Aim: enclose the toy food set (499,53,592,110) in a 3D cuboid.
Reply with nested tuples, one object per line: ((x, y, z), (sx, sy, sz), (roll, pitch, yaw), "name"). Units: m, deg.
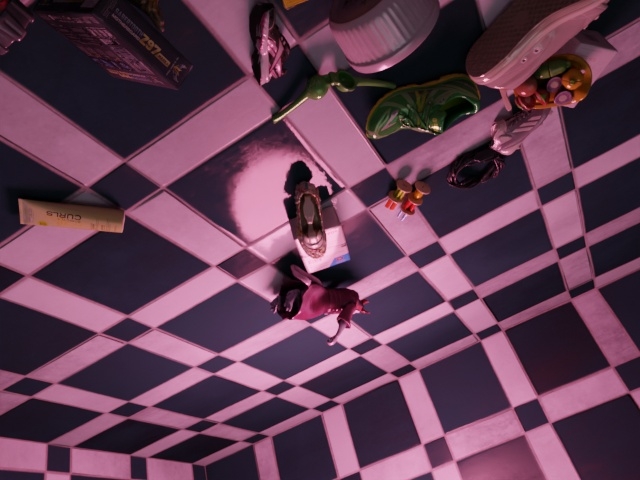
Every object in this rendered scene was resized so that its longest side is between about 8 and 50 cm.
((0.535, -0.369, 1.269), (0.217, 0.071, 0.128), (-3, 124, 33), "toy food set")

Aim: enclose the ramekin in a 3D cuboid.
((0.112, -0.437, 1.006), (0.207, 0.207, 0.109), (-33, 133, 20), "ramekin")

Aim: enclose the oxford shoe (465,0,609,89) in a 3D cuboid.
((0.521, -0.497, 1.136), (0.130, 0.169, 0.449), (16, 139, -35), "oxford shoe")

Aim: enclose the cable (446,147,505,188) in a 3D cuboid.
((0.469, -0.215, 1.598), (0.184, 0.047, 0.150), (-24, 149, 4), "cable")

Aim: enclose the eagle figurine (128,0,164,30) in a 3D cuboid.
((-0.217, -0.484, 0.792), (0.298, 0.225, 0.226), (-50, 153, 20), "eagle figurine")

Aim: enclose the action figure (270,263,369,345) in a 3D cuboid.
((0.019, 0.203, 1.878), (0.370, 0.248, 0.276), (4, 112, -26), "action figure")

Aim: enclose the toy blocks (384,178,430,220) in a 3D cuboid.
((0.253, -0.117, 1.618), (0.123, 0.054, 0.148), (1, 141, -26), "toy blocks")

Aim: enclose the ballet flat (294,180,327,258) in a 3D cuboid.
((-0.031, -0.047, 1.478), (0.091, 0.077, 0.241), (-12, 111, 0), "ballet flat")

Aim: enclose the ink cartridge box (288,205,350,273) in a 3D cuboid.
((0.000, 0.000, 1.636), (0.148, 0.086, 0.203), (-18, 144, 0), "ink cartridge box")

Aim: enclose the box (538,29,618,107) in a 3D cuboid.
((0.623, -0.436, 1.321), (0.130, 0.091, 0.170), (0, 140, -24), "box")

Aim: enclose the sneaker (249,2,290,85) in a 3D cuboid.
((-0.100, -0.408, 1.078), (0.077, 0.072, 0.178), (-20, 154, -19), "sneaker")

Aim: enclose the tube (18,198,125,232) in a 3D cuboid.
((-0.621, -0.058, 1.316), (0.240, 0.062, 0.070), (6, 98, -23), "tube")

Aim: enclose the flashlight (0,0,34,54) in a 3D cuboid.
((-0.602, -0.428, 0.800), (0.103, 0.103, 0.304), (-53, 137, -5), "flashlight")

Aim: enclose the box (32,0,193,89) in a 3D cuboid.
((-0.358, -0.349, 0.906), (0.183, 0.232, 0.059), (40, 76, -50), "box")

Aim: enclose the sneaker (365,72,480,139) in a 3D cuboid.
((0.252, -0.318, 1.288), (0.295, 0.123, 0.109), (-20, 145, 4), "sneaker")

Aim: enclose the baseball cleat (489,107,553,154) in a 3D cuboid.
((0.550, -0.329, 1.452), (0.109, 0.072, 0.206), (18, 124, -19), "baseball cleat")

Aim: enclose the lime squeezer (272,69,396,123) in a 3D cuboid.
((0.032, -0.344, 1.217), (0.310, 0.059, 0.110), (-17, 144, -3), "lime squeezer")

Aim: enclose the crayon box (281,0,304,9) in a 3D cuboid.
((-0.017, -0.569, 0.850), (0.202, 0.081, 0.318), (-20, 146, 1), "crayon box")
